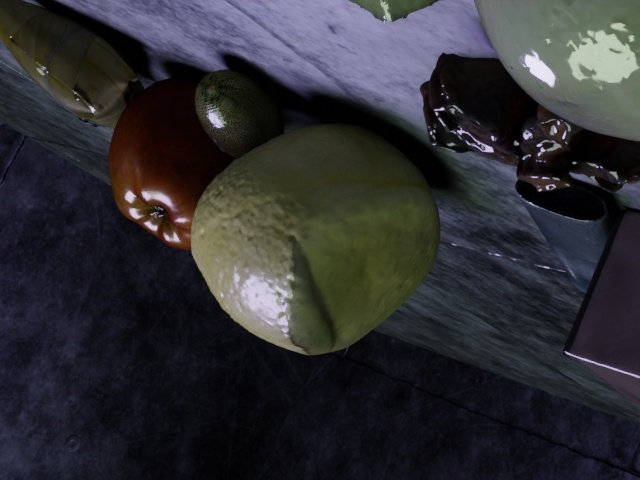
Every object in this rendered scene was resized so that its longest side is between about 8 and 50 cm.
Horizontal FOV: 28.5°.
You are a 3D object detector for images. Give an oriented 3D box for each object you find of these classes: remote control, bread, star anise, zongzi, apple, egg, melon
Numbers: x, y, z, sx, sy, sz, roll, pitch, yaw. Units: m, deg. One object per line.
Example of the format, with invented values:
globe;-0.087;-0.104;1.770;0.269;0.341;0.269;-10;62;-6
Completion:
remote control;0.321;0.008;1.520;0.107;0.044;0.377;17;169;25
bread;-0.007;-0.008;1.594;0.237;0.320;0.320;48;-179;23
star anise;0.189;-0.096;1.094;0.214;0.099;0.220;18;174;-16
zongzi;-0.368;-0.255;1.767;0.256;0.115;0.228;32;176;1
apple;-0.183;-0.109;1.730;0.234;0.234;0.234;25;172;4
egg;0.162;-0.137;0.677;0.206;0.162;0.271;28;171;-21
melon;-0.103;-0.159;1.583;0.099;0.099;0.162;22;167;28

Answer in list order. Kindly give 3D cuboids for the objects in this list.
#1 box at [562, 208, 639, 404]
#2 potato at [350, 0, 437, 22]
box;0.414;0.098;1.309;0.252;0.188;0.153;14;166;46
potato;0.029;-0.236;0.876;0.149;0.081;0.120;41;155;48
